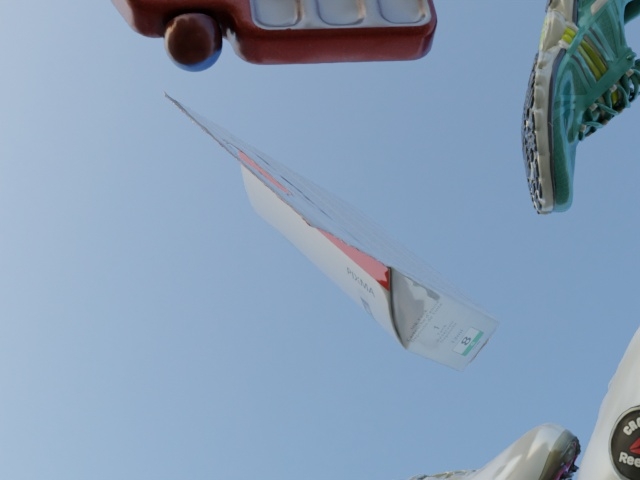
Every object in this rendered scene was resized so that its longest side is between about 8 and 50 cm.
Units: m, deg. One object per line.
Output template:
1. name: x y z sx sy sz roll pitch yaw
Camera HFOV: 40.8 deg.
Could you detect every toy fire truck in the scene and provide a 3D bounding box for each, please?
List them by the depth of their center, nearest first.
1. toy fire truck: -0.062 -0.262 0.773 0.302 0.254 0.169 -4 -31 -11

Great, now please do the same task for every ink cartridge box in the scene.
1. ink cartridge box: 0.000 0.000 0.585 0.181 0.224 0.056 41 -79 41

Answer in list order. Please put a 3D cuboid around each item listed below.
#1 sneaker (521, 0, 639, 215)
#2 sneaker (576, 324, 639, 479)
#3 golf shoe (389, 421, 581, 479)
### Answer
1. sneaker: 0.256 -0.152 0.826 0.110 0.107 0.275 13 -108 14
2. sneaker: 0.236 0.104 0.462 0.122 0.330 0.146 10 -94 35
3. golf shoe: 0.077 0.171 0.526 0.186 0.067 0.086 -49 -114 12
